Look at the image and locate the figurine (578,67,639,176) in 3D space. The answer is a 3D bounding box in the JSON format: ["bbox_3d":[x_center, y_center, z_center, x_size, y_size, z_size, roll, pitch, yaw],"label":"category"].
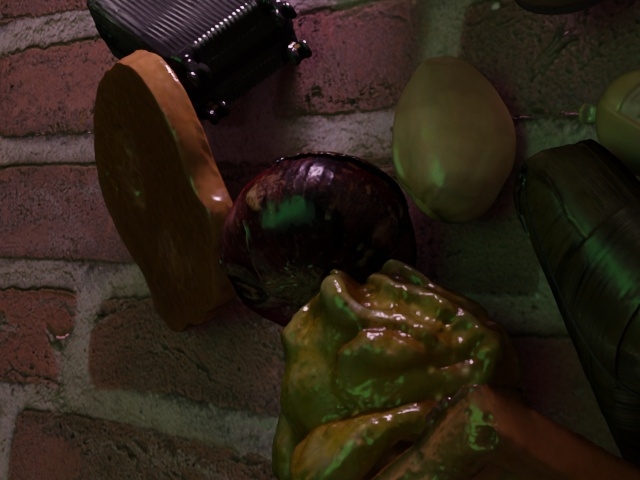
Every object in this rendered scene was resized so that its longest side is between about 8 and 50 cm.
[{"bbox_3d":[0.402,-0.062,1.476,0.394,0.226,0.274,33,136,51],"label":"figurine"}]

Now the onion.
[{"bbox_3d":[0.000,0.000,1.834,0.246,0.246,0.190,-39,33,36],"label":"onion"}]

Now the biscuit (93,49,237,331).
[{"bbox_3d":[-0.207,-0.066,2.049,0.365,0.062,0.385,63,155,13],"label":"biscuit"}]

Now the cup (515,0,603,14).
[{"bbox_3d":[0.256,-0.407,1.631,0.227,0.257,0.301,11,50,35],"label":"cup"}]

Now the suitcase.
[{"bbox_3d":[-0.173,-0.293,2.079,0.202,0.128,0.312,-38,46,-14],"label":"suitcase"}]

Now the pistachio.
[{"bbox_3d":[0.157,-0.114,1.772,0.145,0.117,0.200,-3,70,8],"label":"pistachio"}]

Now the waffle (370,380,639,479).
[{"bbox_3d":[0.199,0.298,1.497,0.304,0.348,0.077,-44,27,35],"label":"waffle"}]

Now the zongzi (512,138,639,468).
[{"bbox_3d":[0.291,0.079,1.541,0.286,0.138,0.300,52,151,31],"label":"zongzi"}]

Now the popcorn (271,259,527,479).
[{"bbox_3d":[0.079,0.180,1.652,0.321,0.326,0.290,18,117,37],"label":"popcorn"}]
